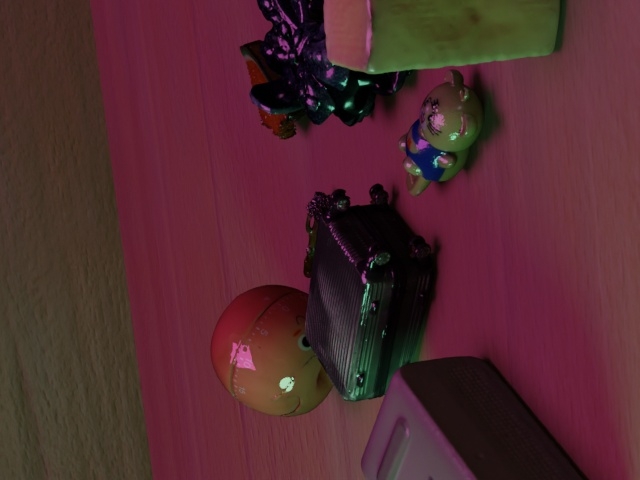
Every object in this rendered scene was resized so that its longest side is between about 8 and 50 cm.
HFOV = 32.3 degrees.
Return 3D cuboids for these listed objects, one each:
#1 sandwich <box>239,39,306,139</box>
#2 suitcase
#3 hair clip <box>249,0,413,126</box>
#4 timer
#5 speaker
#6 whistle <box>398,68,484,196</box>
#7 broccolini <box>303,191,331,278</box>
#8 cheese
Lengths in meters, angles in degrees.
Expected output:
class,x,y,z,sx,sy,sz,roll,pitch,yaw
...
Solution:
class,x,y,z,sx,sy,sz,roll,pitch,yaw
sandwich,-0.069,-0.274,2.007,0.235,0.079,0.159,-133,30,-59
suitcase,0.069,0.087,1.735,0.202,0.128,0.312,-124,33,-45
hair clip,0.001,-0.290,1.695,0.310,0.194,0.206,57,141,46
timer,-0.074,0.196,1.969,0.214,0.229,0.230,28,132,21
speaker,0.217,0.337,1.429,0.406,0.183,0.184,53,139,47
whistle,0.158,-0.136,1.499,0.227,0.085,0.105,117,147,-55
broccolini,0.001,-0.002,1.989,0.216,0.058,0.067,94,158,-52
cheese,0.139,-0.321,1.243,0.124,0.265,0.243,28,124,59
